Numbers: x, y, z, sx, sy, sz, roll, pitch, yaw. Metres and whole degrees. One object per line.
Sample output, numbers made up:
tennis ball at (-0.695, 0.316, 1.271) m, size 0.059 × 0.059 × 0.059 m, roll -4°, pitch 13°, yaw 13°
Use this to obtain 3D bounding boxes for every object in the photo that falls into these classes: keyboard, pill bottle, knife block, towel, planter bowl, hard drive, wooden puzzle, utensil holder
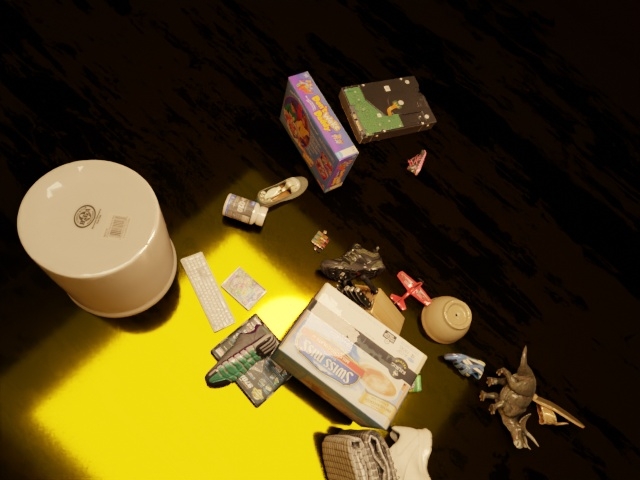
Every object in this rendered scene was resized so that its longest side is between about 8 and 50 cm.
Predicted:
keyboard at (-0.353, 0.158, 1.390) m, size 0.072 × 0.014 × 0.256 m, roll -24°, pitch 77°, yaw -21°
pill bottle at (-0.250, -0.099, 1.478) m, size 0.137 × 0.078 × 0.078 m, roll 19°, pitch 66°, yaw -6°
knife block at (0.163, 0.201, 1.369) m, size 0.276 × 0.242 × 0.088 m, roll 26°, pitch 67°, yaw -3°
towel at (0.121, 0.656, 1.189) m, size 0.121 × 0.235 × 0.283 m, roll -11°, pitch 73°, yaw -24°
planter bowl at (0.436, 0.257, 1.485) m, size 0.162 × 0.109 × 0.162 m, roll 5°, pitch 68°, yaw -12°
hard drive at (0.267, -0.526, 1.775) m, size 0.339 × 0.064 × 0.236 m, roll -16°, pitch 74°, yaw -19°
wooden puzzle at (0.000, 0.000, 1.538) m, size 0.049 × 0.006 × 0.083 m, roll 37°, pitch 66°, yaw 2°
utensil holder at (-0.573, 0.009, 1.193) m, size 0.328 × 0.385 × 0.327 m, roll 4°, pitch 68°, yaw -11°

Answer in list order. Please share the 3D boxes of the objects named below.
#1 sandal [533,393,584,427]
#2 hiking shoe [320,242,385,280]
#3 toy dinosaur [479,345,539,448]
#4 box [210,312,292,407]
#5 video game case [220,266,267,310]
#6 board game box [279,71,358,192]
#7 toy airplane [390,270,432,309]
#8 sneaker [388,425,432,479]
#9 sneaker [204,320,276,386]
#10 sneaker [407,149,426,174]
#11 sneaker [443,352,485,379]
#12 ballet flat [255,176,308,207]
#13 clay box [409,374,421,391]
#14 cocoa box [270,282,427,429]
sandal at (0.736, 0.566, 1.468) m, size 0.240 × 0.088 × 0.079 m, roll 33°, pitch 97°, yaw 8°
hiking shoe at (0.102, 0.068, 1.506) m, size 0.227 × 0.086 × 0.114 m, roll 1°, pitch 55°, yaw -19°
toy dinosaur at (0.619, 0.485, 1.417) m, size 0.161 × 0.121 × 0.313 m, roll 14°, pitch 88°, yaw -8°
box at (-0.192, 0.356, 1.329) m, size 0.175 × 0.051 × 0.220 m, roll -40°, pitch 82°, yaw -23°
video game case at (-0.245, 0.153, 1.418) m, size 0.122 × 0.011 × 0.087 m, roll 41°, pitch 66°, yaw 4°
board game box at (-0.016, -0.372, 1.556) m, size 0.078 × 0.233 × 0.347 m, roll -25°, pitch 77°, yaw -20°
toy airplane at (0.305, 0.182, 1.525) m, size 0.151 × 0.028 × 0.151 m, roll 3°, pitch 57°, yaw -5°
sneaker at (0.243, 0.657, 1.250) m, size 0.130 × 0.110 × 0.297 m, roll 12°, pitch 28°, yaw 6°
sneaker at (-0.237, 0.326, 1.277) m, size 0.224 × 0.083 × 0.098 m, roll -31°, pitch 43°, yaw -12°
sneaker at (0.373, -0.312, 1.731) m, size 0.057 × 0.047 × 0.119 m, roll 22°, pitch 64°, yaw 8°
sneaker at (0.475, 0.413, 1.465) m, size 0.144 × 0.053 × 0.059 m, roll 20°, pitch 68°, yaw -4°
ballet flat at (-0.128, -0.174, 1.542) m, size 0.213 × 0.068 × 0.072 m, roll -29°, pitch 78°, yaw -22°
clay box at (0.220, 0.412, 1.404) m, size 0.222 × 0.053 × 0.127 m, roll 4°, pitch 69°, yaw -11°
cocoa box at (0.067, 0.330, 1.246) m, size 0.347 × 0.231 × 0.228 m, roll 36°, pitch 66°, yaw 3°
